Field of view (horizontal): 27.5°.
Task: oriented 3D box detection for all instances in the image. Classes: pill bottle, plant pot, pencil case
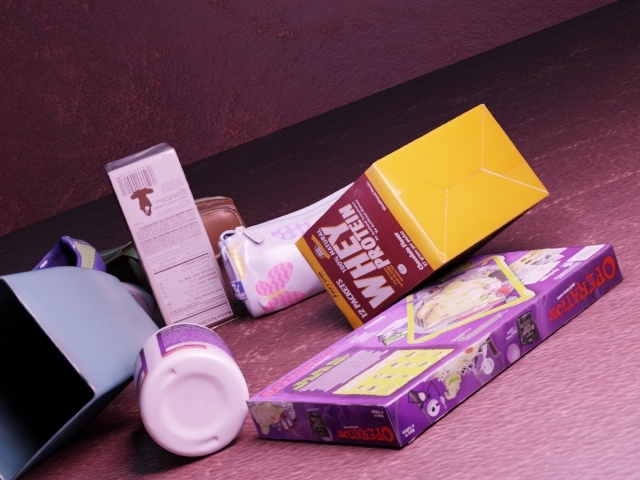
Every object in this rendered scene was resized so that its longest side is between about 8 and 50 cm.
[{"bbox_3d":[-0.138,0.145,1.354,0.108,0.108,0.193,-23,12,-6],"label":"pill bottle"},{"bbox_3d":[-0.292,0.130,1.478,0.165,0.166,0.234,-44,-7,22],"label":"plant pot"},{"bbox_3d":[0.000,0.000,1.734,0.273,0.124,0.113,-22,11,-8],"label":"pencil case"}]

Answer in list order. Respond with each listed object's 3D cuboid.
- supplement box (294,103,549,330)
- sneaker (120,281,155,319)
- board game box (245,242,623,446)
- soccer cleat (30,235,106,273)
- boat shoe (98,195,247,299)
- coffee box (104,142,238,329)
[{"bbox_3d":[0.111,-0.024,1.474,0.191,0.129,0.194,-30,-9,-37],"label":"supplement box"},{"bbox_3d":[-0.355,0.109,1.917,0.281,0.105,0.115,-12,8,26],"label":"sneaker"},{"bbox_3d":[0.117,0.097,1.285,0.346,0.056,0.208,-30,19,-37],"label":"board game box"},{"bbox_3d":[-0.410,0.111,1.767,0.093,0.121,0.289,35,79,29],"label":"soccer cleat"},{"bbox_3d":[-0.264,0.044,2.059,0.324,0.123,0.120,-29,16,5],"label":"boat shoe"},{"bbox_3d":[-0.207,0.000,1.790,0.098,0.247,0.141,-21,12,-7],"label":"coffee box"}]
